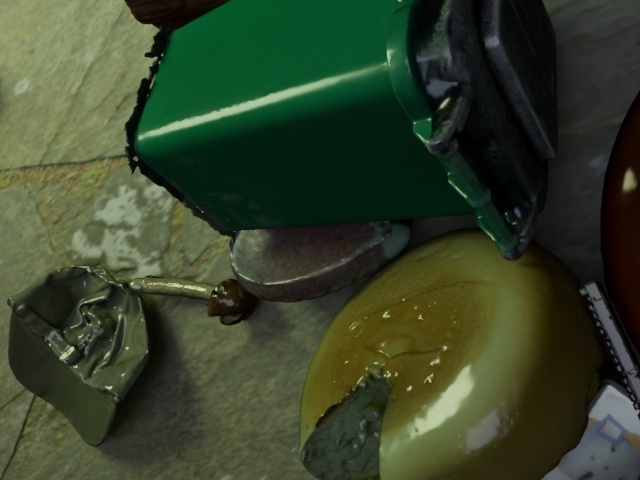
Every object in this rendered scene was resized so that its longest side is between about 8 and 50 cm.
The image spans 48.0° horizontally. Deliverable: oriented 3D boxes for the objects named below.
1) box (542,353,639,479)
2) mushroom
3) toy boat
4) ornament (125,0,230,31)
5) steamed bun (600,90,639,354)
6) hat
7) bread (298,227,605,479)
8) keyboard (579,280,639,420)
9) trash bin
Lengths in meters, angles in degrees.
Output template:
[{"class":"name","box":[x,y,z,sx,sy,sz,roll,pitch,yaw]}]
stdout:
[{"class":"box","box":[0.357,0.301,0.676,0.341,0.143,0.225,37,108,19]},{"class":"mushroom","box":[-0.168,0.074,0.951,0.186,0.060,0.062,6,95,27]},{"class":"toy boat","box":[0.000,0.000,0.846,0.227,0.085,0.155,-21,55,20]},{"class":"ornament","box":[-0.104,-0.343,0.802,0.217,0.221,0.236,0,112,18]},{"class":"steamed bun","box":[0.364,0.003,0.596,0.248,0.235,0.380,-17,89,22]},{"class":"hat","box":[-0.335,0.159,1.033,0.214,0.149,0.245,39,145,9]},{"class":"bread","box":[0.127,0.131,0.715,0.160,0.333,0.333,38,114,-24]},{"class":"keyboard","box":[0.261,0.113,0.605,0.017,0.055,0.166,-26,76,21]},{"class":"trash bin","box":[0.021,-0.128,0.706,0.380,0.259,0.295,-10,55,32]}]
